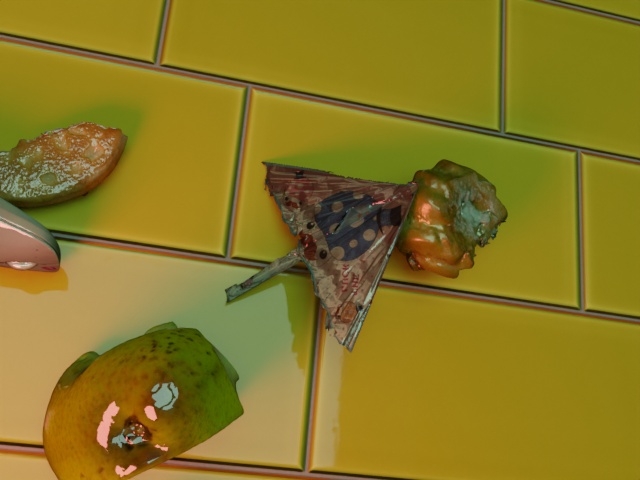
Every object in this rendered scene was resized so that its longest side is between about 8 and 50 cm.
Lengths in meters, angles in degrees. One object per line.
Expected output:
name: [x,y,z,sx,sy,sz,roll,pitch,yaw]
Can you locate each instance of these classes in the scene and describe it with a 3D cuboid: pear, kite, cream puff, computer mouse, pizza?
pear: [-0.252,0.218,1.054,0.287,0.282,0.176,-25,90,-20]
kite: [0.000,0.000,1.237,0.369,0.014,0.405,-30,57,8]
cream puff: [0.192,-0.042,1.304,0.194,0.195,0.221,49,51,3]
computer mouse: [-0.522,-0.024,1.117,0.289,0.159,0.097,33,63,-3]
pizza: [-0.426,-0.116,1.226,0.246,0.058,0.127,-35,86,-19]
